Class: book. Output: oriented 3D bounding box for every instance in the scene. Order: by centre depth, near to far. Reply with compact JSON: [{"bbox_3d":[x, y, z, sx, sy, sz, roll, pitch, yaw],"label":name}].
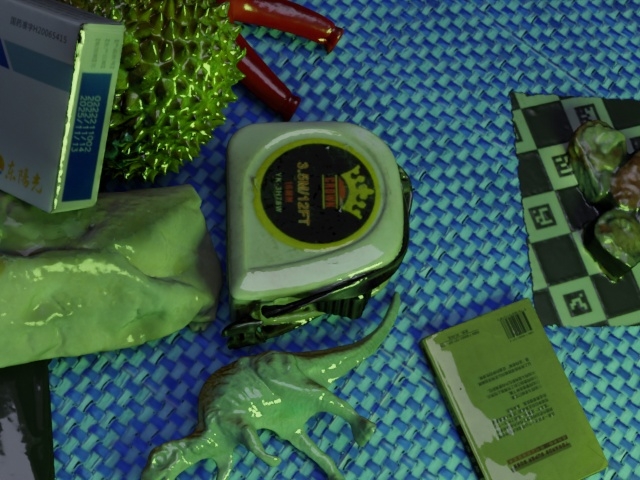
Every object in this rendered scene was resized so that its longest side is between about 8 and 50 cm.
[{"bbox_3d":[0.237,0.200,1.478,0.161,0.026,0.231,-18,75,-19],"label":"book"}]

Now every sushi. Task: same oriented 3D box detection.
[{"bbox_3d":[0.428,-0.053,1.601,0.320,0.069,0.339,2,69,-14],"label":"sushi"}]

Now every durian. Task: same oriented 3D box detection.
[{"bbox_3d":[-0.220,-0.186,1.386,0.291,0.291,0.225,9,62,-11],"label":"durian"}]

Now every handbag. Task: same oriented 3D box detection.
[{"bbox_3d":[-0.380,0.231,1.281,0.191,0.075,0.332,2,65,-18],"label":"handbag"}]

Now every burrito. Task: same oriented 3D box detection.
[{"bbox_3d":[-0.249,0.020,1.338,0.331,0.135,0.190,-8,63,-34],"label":"burrito"}]

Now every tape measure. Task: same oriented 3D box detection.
[{"bbox_3d":[0.000,0.000,1.436,0.231,0.133,0.271,0,61,-4],"label":"tape measure"}]

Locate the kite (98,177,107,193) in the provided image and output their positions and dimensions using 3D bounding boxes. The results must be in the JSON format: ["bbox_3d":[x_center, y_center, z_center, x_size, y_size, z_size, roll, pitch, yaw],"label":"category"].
[{"bbox_3d":[-0.284,0.005,1.427,0.141,0.015,0.245,-25,75,-22],"label":"kite"}]

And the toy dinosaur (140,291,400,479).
[{"bbox_3d":[-0.017,0.184,1.392,0.205,0.092,0.393,37,68,7],"label":"toy dinosaur"}]

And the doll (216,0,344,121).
[{"bbox_3d":[-0.163,-0.312,1.543,0.384,0.099,0.188,35,64,-6],"label":"doll"}]

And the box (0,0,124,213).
[{"bbox_3d":[-0.365,-0.177,1.301,0.343,0.200,0.065,24,19,32],"label":"box"}]
